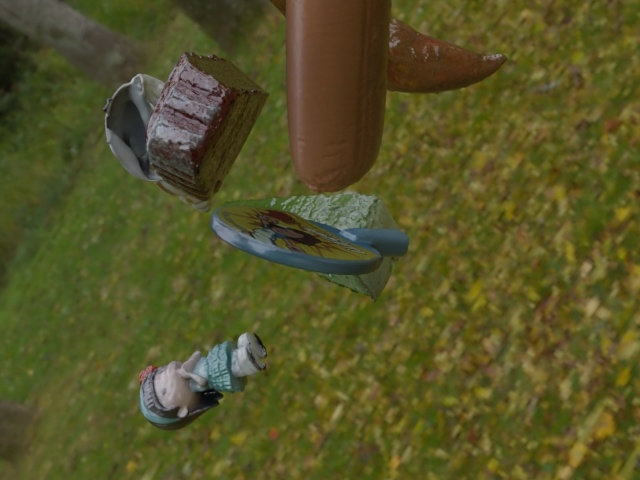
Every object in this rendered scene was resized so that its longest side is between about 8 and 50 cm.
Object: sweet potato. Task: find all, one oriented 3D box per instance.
[{"bbox_3d":[0.067,-0.265,1.633,0.095,0.354,0.106,129,164,-88],"label":"sweet potato"}]

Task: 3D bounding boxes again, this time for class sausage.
[{"bbox_3d":[0.014,-0.146,0.995,0.289,0.086,0.086,92,-165,-54],"label":"sausage"}]

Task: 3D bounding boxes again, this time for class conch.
[{"bbox_3d":[-0.262,-0.166,2.170,0.182,0.275,0.149,-25,9,4],"label":"conch"}]

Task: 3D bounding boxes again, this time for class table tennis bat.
[{"bbox_3d":[0.000,0.000,0.762,0.100,0.155,0.019,27,106,41],"label":"table tennis bat"}]

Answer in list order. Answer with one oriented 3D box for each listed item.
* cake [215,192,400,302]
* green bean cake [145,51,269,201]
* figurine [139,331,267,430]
[{"bbox_3d":[-0.012,-0.016,1.523,0.235,0.100,0.099,19,65,39],"label":"cake"},{"bbox_3d":[-0.149,-0.163,1.597,0.198,0.097,0.233,-64,-5,-5],"label":"green bean cake"},{"bbox_3d":[-0.090,0.102,0.925,0.106,0.047,0.060,-28,47,15],"label":"figurine"}]
